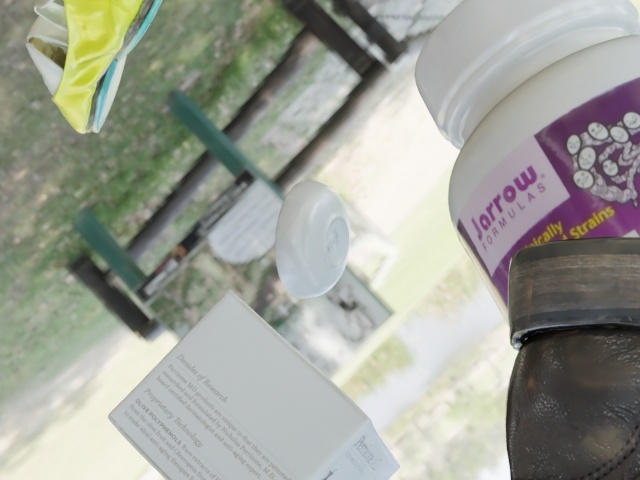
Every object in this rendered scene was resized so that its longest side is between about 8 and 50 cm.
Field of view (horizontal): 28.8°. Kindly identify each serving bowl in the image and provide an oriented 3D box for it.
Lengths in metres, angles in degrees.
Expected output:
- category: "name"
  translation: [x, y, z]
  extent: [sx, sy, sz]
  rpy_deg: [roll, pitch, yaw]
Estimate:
- category: "serving bowl"
  translation: [0.000, 0.000, 0.862]
  extent: [0.083, 0.027, 0.083]
  rpy_deg: [-15, 107, -60]

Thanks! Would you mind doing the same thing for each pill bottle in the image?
- category: "pill bottle"
  translation: [0.169, 0.002, 0.650]
  extent: [0.169, 0.301, 0.169]
  rpy_deg: [-23, 155, -11]

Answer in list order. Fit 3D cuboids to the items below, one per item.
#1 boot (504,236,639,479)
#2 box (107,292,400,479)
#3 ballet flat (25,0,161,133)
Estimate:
- category: "boot"
  translation: [0.146, 0.119, 0.342]
  extent: [0.091, 0.263, 0.229]
  rpy_deg: [34, 62, -56]
- category: "box"
  translation: [-0.029, 0.100, 0.620]
  extent: [0.087, 0.102, 0.101]
  rpy_deg: [-47, 156, -9]
- category: "ballet flat"
  translation: [-0.169, -0.145, 0.889]
  extent: [0.231, 0.077, 0.077]
  rpy_deg: [142, -32, -66]
